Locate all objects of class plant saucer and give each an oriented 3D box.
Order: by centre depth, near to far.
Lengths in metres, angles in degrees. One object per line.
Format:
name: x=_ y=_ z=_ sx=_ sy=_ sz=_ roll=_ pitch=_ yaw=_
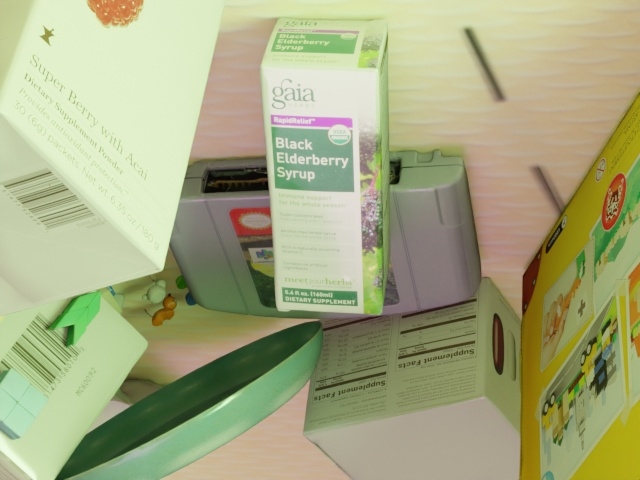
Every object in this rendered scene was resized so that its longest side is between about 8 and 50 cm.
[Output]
plant saucer: x=-0.130 y=0.172 z=1.327 sx=0.317 sy=0.317 sz=0.044 roll=-25 pitch=95 yaw=34

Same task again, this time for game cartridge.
game cartridge: x=0.000 y=0.000 z=1.302 sx=0.294 sy=0.060 sz=0.196 roll=-2 pitch=144 yaw=13

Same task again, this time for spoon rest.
spoon rest: x=-0.221 y=0.171 z=1.526 sx=0.137 sy=0.084 sz=0.276 roll=0 pitch=140 yaw=10

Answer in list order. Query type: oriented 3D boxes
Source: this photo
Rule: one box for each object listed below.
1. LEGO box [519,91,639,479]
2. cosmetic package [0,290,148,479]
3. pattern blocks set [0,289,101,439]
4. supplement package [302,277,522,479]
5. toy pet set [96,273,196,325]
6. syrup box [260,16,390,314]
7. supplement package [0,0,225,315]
LEGO box: x=0.327 y=0.053 z=1.055 sx=0.193 sy=0.372 sz=0.500 roll=13 pitch=142 yaw=-8
cosmetic package: x=-0.363 y=0.156 z=1.372 sx=0.155 sy=0.197 sz=0.365 roll=46 pitch=142 yaw=-17
pattern blocks set: x=-0.336 y=0.008 z=1.183 sx=0.325 sy=0.285 sz=0.026 roll=36 pitch=146 yaw=-24
supplement package: x=0.139 y=0.189 z=1.439 sx=0.204 sy=0.145 sz=0.262 roll=-16 pitch=136 yaw=27
toy pet set: x=-0.201 y=0.037 z=1.393 sx=0.114 sy=0.065 sz=0.122 roll=-32 pitch=141 yaw=-7
syrup box: x=0.008 y=-0.060 z=1.138 sx=0.093 sy=0.096 sz=0.237 roll=2 pitch=125 yaw=7
supplement package: x=-0.202 y=-0.122 z=0.987 sx=0.175 sy=0.293 sz=0.177 roll=-16 pitch=136 yaw=28
